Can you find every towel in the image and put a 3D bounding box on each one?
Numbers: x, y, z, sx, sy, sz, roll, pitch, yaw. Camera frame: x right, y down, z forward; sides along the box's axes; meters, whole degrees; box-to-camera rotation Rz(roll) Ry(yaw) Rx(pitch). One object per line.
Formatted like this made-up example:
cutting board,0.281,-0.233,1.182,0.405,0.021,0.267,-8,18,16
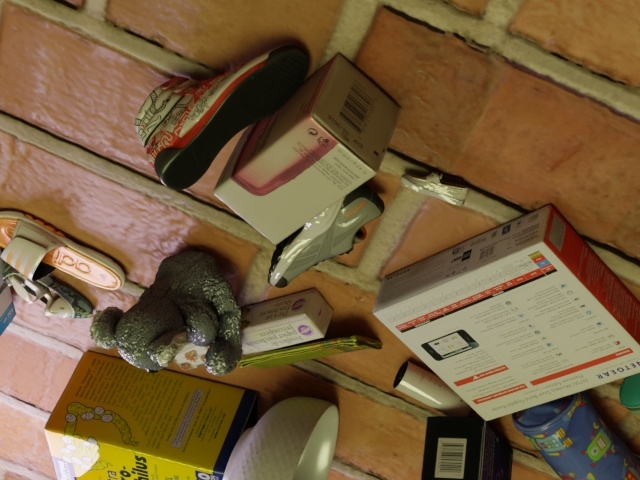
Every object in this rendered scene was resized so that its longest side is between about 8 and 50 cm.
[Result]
towel,-0.018,0.197,2.002,0.237,0.021,0.102,-13,162,27

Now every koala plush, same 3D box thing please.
koala plush,-0.256,0.135,1.897,0.196,0.221,0.203,19,116,27

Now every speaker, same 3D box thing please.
speaker,0.195,0.260,2.003,0.136,0.055,0.055,27,137,-8

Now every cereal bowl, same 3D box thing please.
cereal bowl,-0.089,0.436,2.090,0.141,0.339,0.339,16,137,13

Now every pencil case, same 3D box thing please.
pencil case,0.454,0.356,1.954,0.306,0.133,0.119,47,168,-24

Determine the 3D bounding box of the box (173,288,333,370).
box,-0.129,0.158,2.018,0.324,0.067,0.063,-16,127,34

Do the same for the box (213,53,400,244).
box,-0.020,-0.125,1.627,0.127,0.149,0.232,40,134,-18

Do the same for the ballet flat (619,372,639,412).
ballet flat,0.556,0.194,1.782,0.087,0.083,0.247,4,142,-20

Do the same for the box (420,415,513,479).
box,0.257,0.407,2.016,0.108,0.153,0.207,-3,155,23

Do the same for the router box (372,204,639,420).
router box,0.303,0.125,1.805,0.335,0.082,0.301,-26,121,38

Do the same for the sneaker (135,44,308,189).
sneaker,-0.150,-0.207,1.635,0.270,0.145,0.090,-43,140,9

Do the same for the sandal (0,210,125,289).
sandal,-0.471,0.034,2.013,0.265,0.076,0.102,23,138,-2

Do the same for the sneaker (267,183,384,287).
sneaker,0.000,0.000,1.786,0.108,0.100,0.271,27,137,-15

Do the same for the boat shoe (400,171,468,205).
boat shoe,0.167,-0.083,1.687,0.100,0.035,0.035,21,110,5

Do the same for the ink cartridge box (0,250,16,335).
ink cartridge box,-0.648,0.080,2.118,0.139,0.082,0.191,17,136,13

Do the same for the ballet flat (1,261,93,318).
ballet flat,-0.500,0.101,2.103,0.188,0.070,0.070,38,135,-18

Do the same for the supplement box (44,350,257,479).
supplement box,-0.315,0.380,2.218,0.356,0.195,0.194,12,137,10
